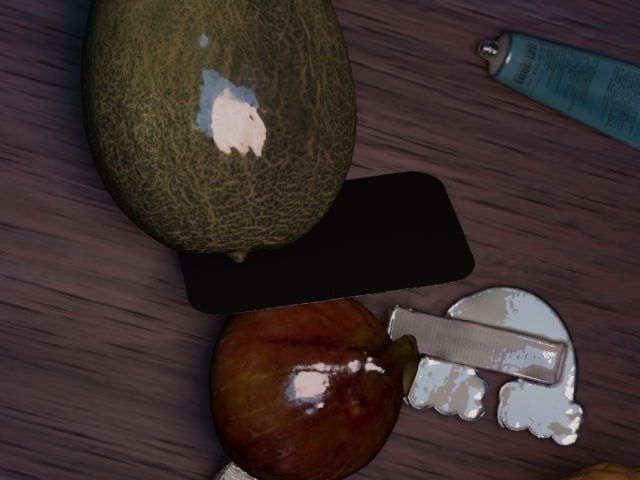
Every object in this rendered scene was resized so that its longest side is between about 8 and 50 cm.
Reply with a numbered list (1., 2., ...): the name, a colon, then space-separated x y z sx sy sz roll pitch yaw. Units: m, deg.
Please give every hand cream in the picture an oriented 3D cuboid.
1. hand cream: 0.258 -0.154 1.905 0.224 0.048 0.083 20 88 -14

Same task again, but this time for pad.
1. pad: 0.000 0.000 1.811 0.267 0.181 0.004 -8 128 -7

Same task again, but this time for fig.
1. fig: -0.002 0.129 1.789 0.205 0.205 0.205 0 91 -8

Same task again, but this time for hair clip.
1. hair clip: 0.164 0.111 1.887 0.220 0.054 0.140 14 84 -11

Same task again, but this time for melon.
1. melon: -0.094 -0.143 1.749 0.248 0.248 0.329 -7 85 -8

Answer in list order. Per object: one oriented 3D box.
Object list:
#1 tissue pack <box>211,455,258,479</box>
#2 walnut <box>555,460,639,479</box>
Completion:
1. tissue pack: -0.058 0.242 1.841 0.094 0.074 0.059 32 101 -4
2. walnut: 0.278 0.322 1.807 0.257 0.257 0.225 -17 72 -8
